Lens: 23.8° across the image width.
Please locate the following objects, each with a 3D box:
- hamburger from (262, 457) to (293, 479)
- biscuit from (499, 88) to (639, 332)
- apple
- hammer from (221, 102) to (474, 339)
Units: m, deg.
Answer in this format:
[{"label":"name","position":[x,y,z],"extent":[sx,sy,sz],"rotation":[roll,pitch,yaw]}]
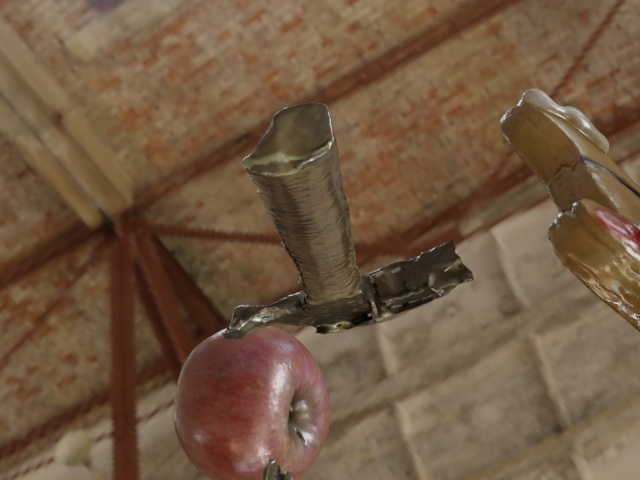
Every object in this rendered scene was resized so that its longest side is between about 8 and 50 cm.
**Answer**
[{"label":"hamburger","position":[-0.038,0.277,0.772],"extent":[0.195,0.277,0.318],"rotation":[-10,-149,25]},{"label":"biscuit","position":[0.195,0.031,0.801],"extent":[0.049,0.197,0.301],"rotation":[-48,-157,19]},{"label":"apple","position":[-0.064,0.150,1.366],"extent":[0.120,0.153,0.153],"rotation":[1,-131,31]},{"label":"hammer","position":[0.000,0.001,0.620],"extent":[0.125,0.297,0.027],"rotation":[-14,-104,2]}]
